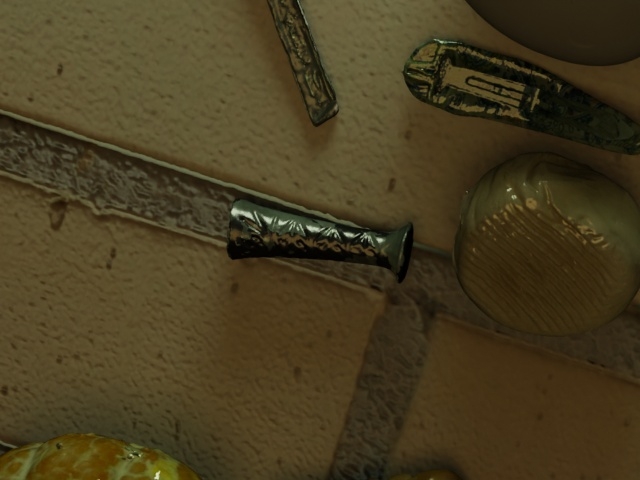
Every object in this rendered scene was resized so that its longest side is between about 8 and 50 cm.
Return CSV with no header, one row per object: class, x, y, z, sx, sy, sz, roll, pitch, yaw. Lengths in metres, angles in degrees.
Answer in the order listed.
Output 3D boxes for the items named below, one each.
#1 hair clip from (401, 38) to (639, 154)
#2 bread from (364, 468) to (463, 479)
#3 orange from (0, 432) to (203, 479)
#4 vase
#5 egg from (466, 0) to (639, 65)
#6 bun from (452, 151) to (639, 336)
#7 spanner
hair clip,0.184,-0.124,1.551,0.229,0.036,0.066,20,103,11
bread,0.043,0.290,1.665,0.225,0.081,0.134,-9,98,14
orange,-0.223,0.342,1.638,0.329,0.249,0.329,0,102,2
vase,0.000,0.000,1.604,0.167,0.059,0.059,8,106,7
egg,0.198,-0.245,1.443,0.232,0.176,0.176,40,108,-10
bun,0.202,-0.006,1.539,0.167,0.113,0.173,-6,127,16
spanner,-0.051,-0.255,1.562,0.093,0.026,0.325,-17,102,15
